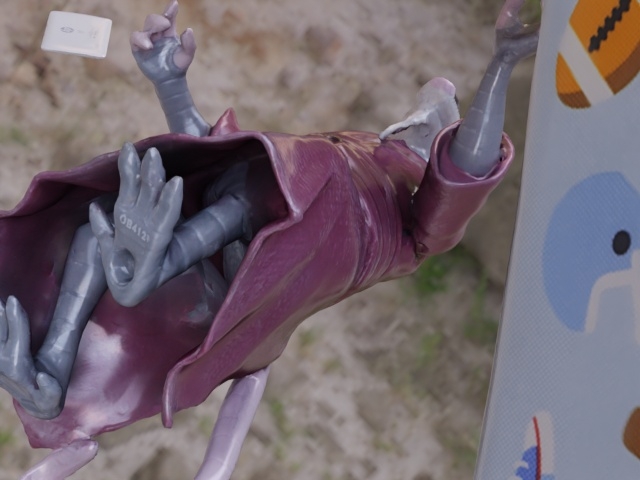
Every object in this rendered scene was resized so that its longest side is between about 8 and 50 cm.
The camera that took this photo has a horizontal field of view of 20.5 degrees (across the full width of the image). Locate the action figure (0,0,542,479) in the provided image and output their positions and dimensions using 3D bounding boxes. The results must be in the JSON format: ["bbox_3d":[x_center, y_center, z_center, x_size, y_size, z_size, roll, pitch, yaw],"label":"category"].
[{"bbox_3d":[0.000,0.000,0.989,0.370,0.248,0.275,-17,106,-54],"label":"action figure"}]

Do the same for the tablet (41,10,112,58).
[{"bbox_3d":[-0.206,-0.175,1.504,0.054,0.006,0.083,8,28,-7],"label":"tablet"}]

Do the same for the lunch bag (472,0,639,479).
[{"bbox_3d":[0.243,0.062,0.575,0.385,0.239,0.327,9,88,-32],"label":"lunch bag"}]
